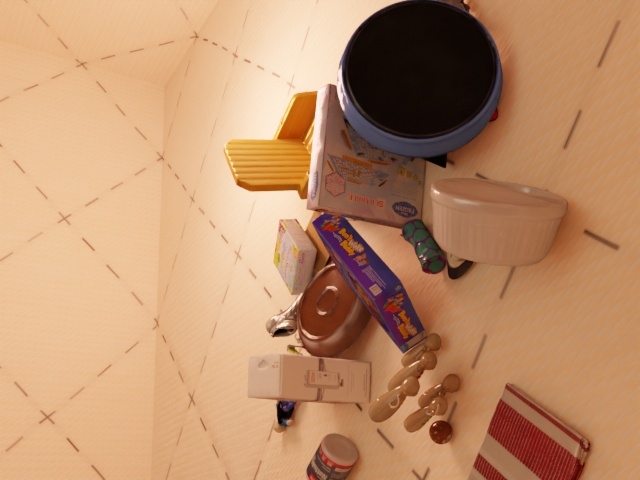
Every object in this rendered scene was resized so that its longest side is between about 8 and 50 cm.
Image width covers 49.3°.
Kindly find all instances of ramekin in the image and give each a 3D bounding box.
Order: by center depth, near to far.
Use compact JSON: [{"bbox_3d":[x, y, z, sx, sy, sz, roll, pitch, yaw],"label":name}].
[{"bbox_3d":[0.354,-0.039,1.421,0.273,0.272,0.127,33,122,59],"label":"ramekin"}]

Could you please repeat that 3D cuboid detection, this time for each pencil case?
[{"bbox_3d":[0.258,0.015,1.755,0.070,0.064,0.152,-44,41,19],"label":"pencil case"}]

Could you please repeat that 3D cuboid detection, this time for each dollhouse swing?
[{"bbox_3d":[-0.107,-0.334,2.266,0.315,0.305,0.347,-62,33,28],"label":"dollhouse swing"}]

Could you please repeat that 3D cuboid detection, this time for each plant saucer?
[{"bbox_3d":[0.032,0.184,2.015,0.310,0.050,0.311,-29,46,35],"label":"plant saucer"}]

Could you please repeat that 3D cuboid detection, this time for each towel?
[{"bbox_3d":[0.394,0.485,1.394,0.237,0.037,0.329,35,109,60],"label":"towel"}]

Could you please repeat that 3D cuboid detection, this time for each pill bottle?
[{"bbox_3d":[0.020,0.631,1.919,0.180,0.108,0.108,-65,32,24],"label":"pill bottle"}]

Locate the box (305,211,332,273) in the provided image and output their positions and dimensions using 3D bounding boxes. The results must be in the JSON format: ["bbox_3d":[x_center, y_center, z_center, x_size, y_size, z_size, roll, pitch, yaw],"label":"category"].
[{"bbox_3d":[0.000,0.000,2.252,0.164,0.021,0.201,-65,33,24],"label":"box"}]

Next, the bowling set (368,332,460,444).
[{"bbox_3d":[0.257,0.349,1.585,0.154,0.200,0.287,-48,-1,35],"label":"bowling set"}]

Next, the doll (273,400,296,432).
[{"bbox_3d":[-0.108,0.541,2.235,0.189,0.046,0.129,-66,31,21],"label":"doll"}]

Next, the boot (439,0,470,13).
[{"bbox_3d":[0.287,-0.486,1.742,0.222,0.118,0.338,-15,63,18],"label":"boot"}]

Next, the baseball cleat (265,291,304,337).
[{"bbox_3d":[-0.071,0.235,2.171,0.206,0.072,0.109,-38,33,-6],"label":"baseball cleat"}]

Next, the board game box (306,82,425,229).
[{"bbox_3d":[0.128,-0.208,1.800,0.066,0.318,0.318,-11,70,60],"label":"board game box"}]

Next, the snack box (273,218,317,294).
[{"bbox_3d":[-0.088,0.052,2.304,0.207,0.070,0.175,-126,39,-51],"label":"snack box"}]

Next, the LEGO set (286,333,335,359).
[{"bbox_3d":[-0.012,0.306,2.083,0.287,0.107,0.132,-14,68,58],"label":"LEGO set"}]

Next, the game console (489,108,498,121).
[{"bbox_3d":[0.377,-0.330,1.714,0.124,0.085,0.144,-12,67,25],"label":"game console"}]

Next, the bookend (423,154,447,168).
[{"bbox_3d":[0.287,-0.286,1.768,0.156,0.072,0.157,27,64,23],"label":"bookend"}]

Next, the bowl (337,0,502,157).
[{"bbox_3d":[0.231,-0.389,1.636,0.077,0.391,0.391,69,-157,-75],"label":"bowl"}]

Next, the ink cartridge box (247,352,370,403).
[{"bbox_3d":[-0.035,0.384,1.918,0.207,0.283,0.117,-20,63,57],"label":"ink cartridge box"}]

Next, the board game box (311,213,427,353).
[{"bbox_3d":[0.120,0.095,1.777,0.078,0.233,0.347,-34,43,-5],"label":"board game box"}]

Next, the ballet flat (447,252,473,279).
[{"bbox_3d":[0.337,0.013,1.613,0.203,0.074,0.074,-54,38,37],"label":"ballet flat"}]

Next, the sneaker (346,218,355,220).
[{"bbox_3d":[0.073,-0.129,2.066,0.321,0.127,0.126,20,100,62],"label":"sneaker"}]
